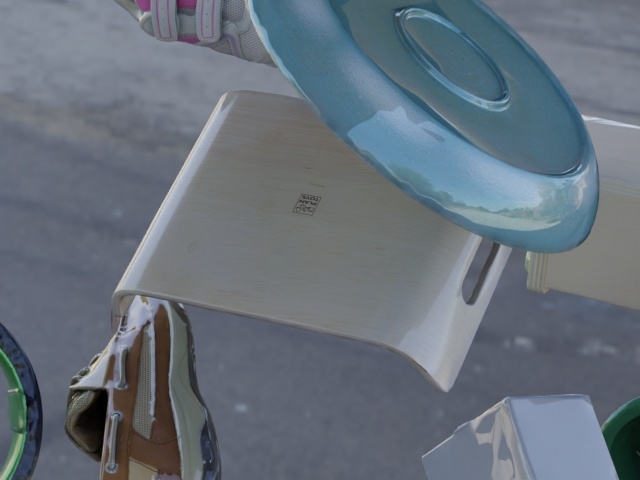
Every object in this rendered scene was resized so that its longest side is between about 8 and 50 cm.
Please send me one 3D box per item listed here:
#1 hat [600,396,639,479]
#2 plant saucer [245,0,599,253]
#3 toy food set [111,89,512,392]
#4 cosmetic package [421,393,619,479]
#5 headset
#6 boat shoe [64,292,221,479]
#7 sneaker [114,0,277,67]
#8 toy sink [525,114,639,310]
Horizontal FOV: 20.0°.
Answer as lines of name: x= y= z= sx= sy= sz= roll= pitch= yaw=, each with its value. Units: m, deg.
hat: x=0.404 y=0.221 z=2.127 sx=0.173 sy=0.208 sz=0.183 roll=-19 pitch=24 yaw=12
plant saucer: x=0.086 y=-0.121 z=1.310 sx=0.317 sy=0.043 sz=0.317 roll=30 pitch=29 yaw=-19
toy food set: x=0.000 y=0.000 z=1.481 sx=0.306 sy=0.092 sz=0.219 roll=10 pitch=56 yaw=27
cosmetic package: x=0.181 y=0.253 z=1.446 sx=0.107 sy=0.127 sz=0.238 roll=5 pitch=61 yaw=-35
headset: x=-0.434 y=0.164 z=1.557 sx=0.394 sy=0.243 sz=0.185 roll=-4 pitch=-3 yaw=-17
boat shoe: x=-0.170 y=0.143 z=1.623 sx=0.120 sy=0.122 sz=0.324 roll=-4 pitch=29 yaw=-12
sneaker: x=-0.105 y=-0.213 z=1.619 sx=0.111 sy=0.103 sz=0.252 roll=-1 pitch=11 yaw=-39
toy sink: x=0.272 y=-0.024 z=1.686 sx=0.234 sy=0.131 sz=0.153 roll=14 pitch=25 yaw=22
